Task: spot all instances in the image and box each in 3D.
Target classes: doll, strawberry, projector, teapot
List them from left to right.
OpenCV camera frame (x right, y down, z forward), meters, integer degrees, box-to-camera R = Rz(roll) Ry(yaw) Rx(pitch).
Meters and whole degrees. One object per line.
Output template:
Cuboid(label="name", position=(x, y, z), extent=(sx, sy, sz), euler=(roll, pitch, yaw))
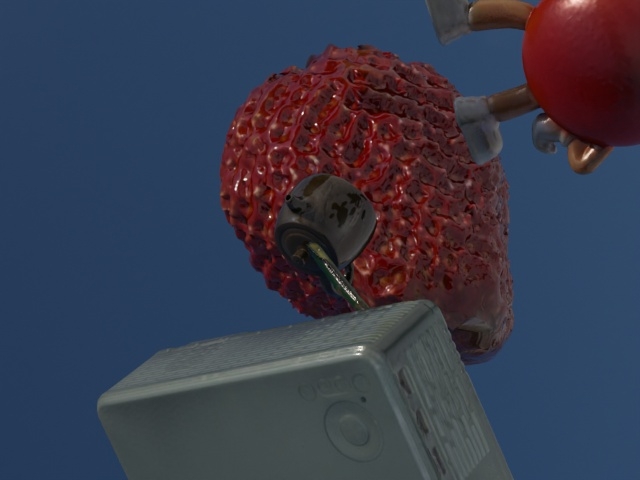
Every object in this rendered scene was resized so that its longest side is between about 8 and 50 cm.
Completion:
Cuboid(label="projector", position=(-0.003, 0.151, 1.306), extent=(0.099, 0.256, 0.192), euler=(-37, -73, -49))
Cuboid(label="teapot", position=(0.000, 0.000, 1.593), extent=(0.068, 0.076, 0.121), euler=(-53, -42, -35))
Cuboid(label="strawberry", position=(0.078, -0.013, 1.879), extent=(0.312, 0.267, 0.351), euler=(38, -172, -39))
Cuboid(label="doll", position=(0.188, -0.138, 1.429), extent=(0.085, 0.217, 0.183), euler=(-39, -61, -51))

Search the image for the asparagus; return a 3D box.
Cuboid(label="asparagus", position=(0.034, 0.051, 1.418), extent=(0.166, 0.016, 0.013), euler=(49, -179, 37))
